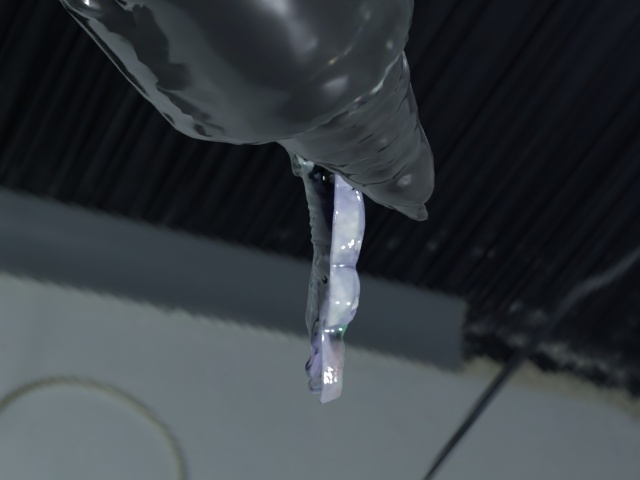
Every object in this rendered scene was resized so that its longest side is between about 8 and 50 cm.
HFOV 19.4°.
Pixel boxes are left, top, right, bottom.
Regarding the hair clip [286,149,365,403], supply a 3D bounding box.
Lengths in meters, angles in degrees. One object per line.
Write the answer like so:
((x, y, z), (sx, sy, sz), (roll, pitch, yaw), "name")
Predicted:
((-0.002, 0.000, 1.001), (0.052, 0.195, 0.124), (4, 32, 2), "hair clip")

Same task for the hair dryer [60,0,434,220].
((-0.057, -0.118, 0.266), (0.352, 0.107, 0.189), (49, 56, -47), "hair dryer")
